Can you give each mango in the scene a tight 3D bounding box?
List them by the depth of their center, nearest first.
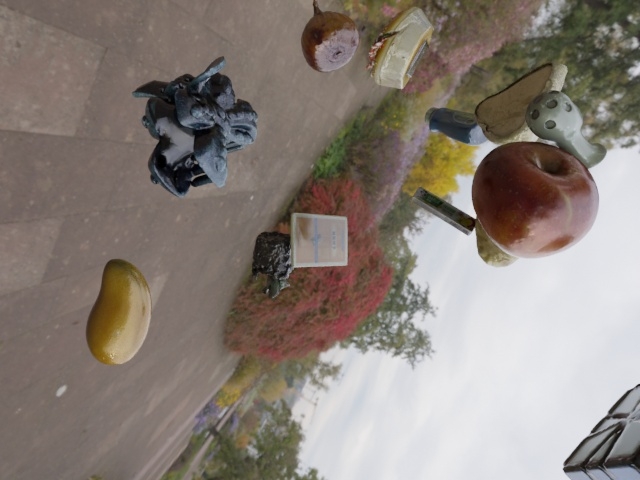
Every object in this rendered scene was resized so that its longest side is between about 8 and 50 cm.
[{"bbox_3d":[-0.337,0.121,0.728,0.085,0.102,0.184,-58,163,-81],"label":"mango"}]

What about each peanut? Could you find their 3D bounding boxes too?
[{"bbox_3d":[0.488,-0.085,1.148,0.147,0.147,0.319,95,6,-75],"label":"peanut"}]

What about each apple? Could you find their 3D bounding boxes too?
[{"bbox_3d":[0.353,-0.065,0.729,0.162,0.201,0.201,99,18,-45],"label":"apple"}]

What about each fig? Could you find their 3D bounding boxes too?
[{"bbox_3d":[0.001,-0.530,1.075,0.146,0.201,0.134,-24,166,-13],"label":"fig"}]

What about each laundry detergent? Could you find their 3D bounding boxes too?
[{"bbox_3d":[0.496,-0.435,1.610,0.143,0.290,0.094,-27,126,-19],"label":"laundry detergent"}]

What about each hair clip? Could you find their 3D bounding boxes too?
[{"bbox_3d":[-0.237,-0.237,0.862,0.310,0.194,0.207,-80,151,-56],"label":"hair clip"}]

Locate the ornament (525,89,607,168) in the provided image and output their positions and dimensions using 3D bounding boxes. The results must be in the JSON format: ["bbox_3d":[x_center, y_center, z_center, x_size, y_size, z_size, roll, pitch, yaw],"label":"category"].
[{"bbox_3d":[0.407,-0.187,0.721,0.081,0.156,0.074,-58,-157,-8],"label":"ornament"}]

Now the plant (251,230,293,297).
[{"bbox_3d":[-0.150,0.075,1.392,0.142,0.131,0.204,-52,143,-72],"label":"plant"}]

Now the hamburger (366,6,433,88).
[{"bbox_3d":[0.247,-0.606,1.362,0.227,0.151,0.295,-55,172,7],"label":"hamburger"}]

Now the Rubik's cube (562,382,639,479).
[{"bbox_3d":[0.689,0.431,0.784,0.293,0.283,0.289,-34,153,-14],"label":"Rubik's cube"}]

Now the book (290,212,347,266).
[{"bbox_3d":[0.001,0.000,1.395,0.241,0.018,0.171,0,89,-43],"label":"book"}]

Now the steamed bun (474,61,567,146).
[{"bbox_3d":[0.493,-0.300,1.067,0.231,0.110,0.213,-22,-139,54],"label":"steamed bun"}]

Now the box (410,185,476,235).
[{"bbox_3d":[0.371,-0.090,1.290,0.050,0.207,0.041,-54,169,-17],"label":"box"}]
